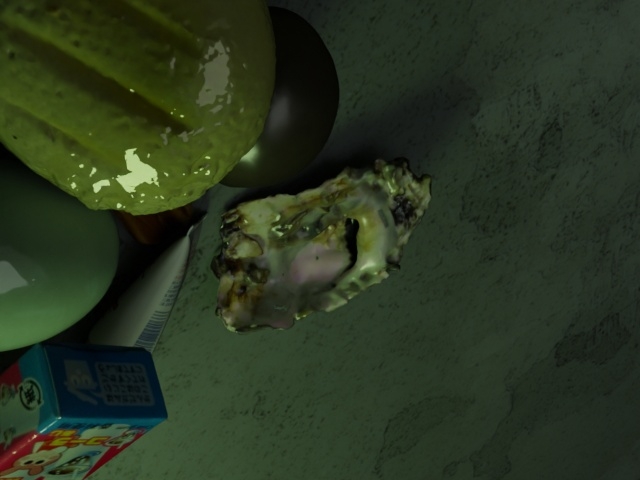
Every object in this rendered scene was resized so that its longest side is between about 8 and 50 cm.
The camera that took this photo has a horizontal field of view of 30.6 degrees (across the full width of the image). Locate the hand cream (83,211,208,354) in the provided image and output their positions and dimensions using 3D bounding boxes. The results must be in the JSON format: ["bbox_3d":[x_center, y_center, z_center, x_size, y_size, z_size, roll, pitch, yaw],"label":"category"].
[{"bbox_3d":[-0.214,0.073,1.459,0.083,0.133,0.247,32,96,-5],"label":"hand cream"}]

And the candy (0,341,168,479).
[{"bbox_3d":[-0.335,0.232,1.362,0.306,0.100,0.157,-37,151,32],"label":"candy"}]

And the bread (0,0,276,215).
[{"bbox_3d":[-0.196,-0.185,1.134,0.321,0.237,0.320,0,95,-2],"label":"bread"}]

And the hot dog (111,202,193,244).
[{"bbox_3d":[-0.219,-0.070,1.378,0.092,0.062,0.235,-28,141,-3],"label":"hot dog"}]

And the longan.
[{"bbox_3d":[-0.075,-0.159,1.351,0.197,0.196,0.220,-1,131,-42],"label":"longan"}]

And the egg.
[{"bbox_3d":[-0.344,0.015,1.217,0.283,0.203,0.202,-11,125,-36],"label":"egg"}]

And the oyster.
[{"bbox_3d":[0.000,0.002,1.615,0.355,0.107,0.201,-19,110,-17],"label":"oyster"}]
